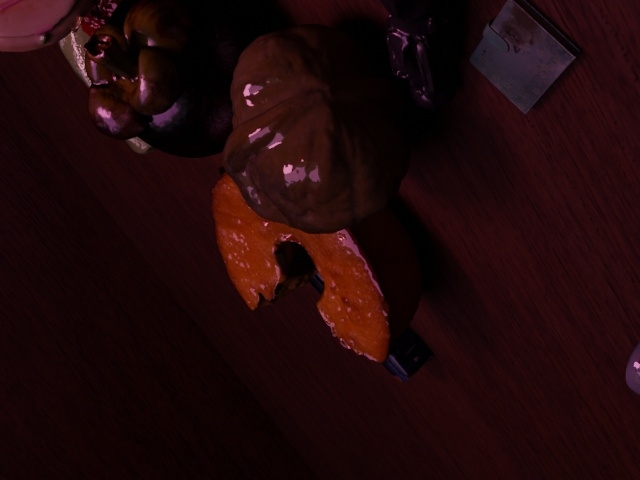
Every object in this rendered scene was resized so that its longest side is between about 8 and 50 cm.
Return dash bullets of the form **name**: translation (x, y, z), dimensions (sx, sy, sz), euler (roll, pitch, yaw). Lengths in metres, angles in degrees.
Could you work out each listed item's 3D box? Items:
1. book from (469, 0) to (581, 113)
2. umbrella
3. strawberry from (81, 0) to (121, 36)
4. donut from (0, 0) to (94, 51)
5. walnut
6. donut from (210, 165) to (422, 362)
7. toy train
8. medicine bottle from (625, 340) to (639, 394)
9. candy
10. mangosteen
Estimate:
- **book**: translation (0.226, -0.211, 1.009), dimensions (0.103, 0.017, 0.135), euler (45, 160, 6)
- **umbrella**: translation (0.121, -0.267, 1.001), dimensions (0.357, 0.113, 0.106), euler (71, 177, -57)
- **strawberry**: translation (-0.442, -0.475, 1.742), dimensions (0.190, 0.111, 0.236), euler (18, 144, 57)
- **donut**: translation (-0.539, -0.512, 1.581), dimensions (0.308, 0.370, 0.150), euler (23, -173, -17)
- **walnut**: translation (-0.006, -0.149, 1.247), dimensions (0.253, 0.281, 0.277), euler (7, 164, -5)
- **donut**: translation (0.000, 0.000, 1.598), dimensions (0.435, 0.163, 0.377), euler (24, 137, 36)
- **toy train**: translation (0.063, 0.119, 1.845), dimensions (0.409, 0.086, 0.089), euler (48, 162, -1)
- **medicine bottle**: translation (0.496, 0.192, 1.098), dimensions (0.217, 0.090, 0.090), euler (27, 151, 43)
- **candy**: translation (-0.449, -0.354, 1.977), dimensions (0.343, 0.132, 0.142), euler (56, -159, -16)
- **mangosteen**: translation (-0.224, -0.260, 1.403), dimensions (0.297, 0.313, 0.297), euler (29, 152, 17)
